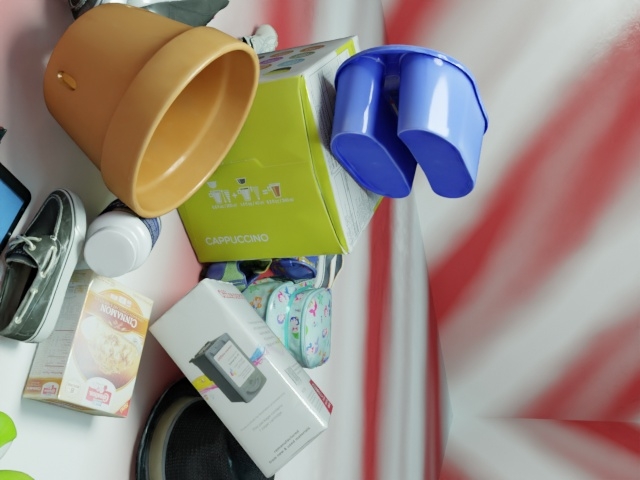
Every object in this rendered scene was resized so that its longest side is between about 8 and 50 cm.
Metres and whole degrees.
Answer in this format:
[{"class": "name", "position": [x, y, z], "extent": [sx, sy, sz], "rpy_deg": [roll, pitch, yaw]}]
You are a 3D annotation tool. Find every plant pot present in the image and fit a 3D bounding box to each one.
[{"class": "plant pot", "position": [-0.254, -0.208, 0.871], "extent": [0.291, 0.203, 0.291], "rpy_deg": [-54, 173, -10]}]

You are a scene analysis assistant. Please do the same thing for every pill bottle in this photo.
[{"class": "pill bottle", "position": [-0.296, -0.006, 0.888], "extent": [0.169, 0.094, 0.094], "rpy_deg": [-111, -173, -71]}]

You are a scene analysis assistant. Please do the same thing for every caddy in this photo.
[{"class": "caddy", "position": [0.157, -0.205, 1.032], "extent": [0.341, 0.241, 0.179], "rpy_deg": [39, 58, -59]}]

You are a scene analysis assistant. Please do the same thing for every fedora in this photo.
[{"class": "fedora", "position": [-0.180, 0.406, 1.079], "extent": [0.334, 0.152, 0.334], "rpy_deg": [-5, 90, -68]}]

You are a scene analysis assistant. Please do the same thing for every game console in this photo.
[{"class": "game console", "position": [-0.407, -0.046, 0.733], "extent": [0.085, 0.124, 0.144], "rpy_deg": [33, 50, -29]}]

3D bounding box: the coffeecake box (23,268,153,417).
[{"class": "coffeecake box", "position": [-0.335, 0.155, 0.875], "extent": [0.142, 0.068, 0.186], "rpy_deg": [48, 43, -56]}]

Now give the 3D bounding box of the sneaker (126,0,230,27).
[{"class": "sneaker", "position": [-0.259, -0.401, 1.138], "extent": [0.296, 0.104, 0.147], "rpy_deg": [-46, 129, -54]}]

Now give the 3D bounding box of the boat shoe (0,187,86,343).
[{"class": "boat shoe", "position": [-0.377, 0.024, 0.792], "extent": [0.070, 0.077, 0.220], "rpy_deg": [41, 50, -60]}]

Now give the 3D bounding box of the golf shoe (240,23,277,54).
[{"class": "golf shoe", "position": [-0.156, -0.477, 1.438], "extent": [0.086, 0.069, 0.176], "rpy_deg": [47, 42, -47]}]

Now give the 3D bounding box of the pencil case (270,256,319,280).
[{"class": "pencil case", "position": [-0.054, -0.051, 1.514], "extent": [0.133, 0.119, 0.306], "rpy_deg": [42, 48, -53]}]

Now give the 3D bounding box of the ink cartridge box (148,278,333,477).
[{"class": "ink cartridge box", "position": [-0.123, 0.225, 1.023], "extent": [0.306, 0.131, 0.226], "rpy_deg": [48, -1, 9]}]

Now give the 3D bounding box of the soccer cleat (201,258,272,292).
[{"class": "soccer cleat", "position": [-0.143, 0.043, 1.281], "extent": [0.289, 0.121, 0.094], "rpy_deg": [-47, 128, -61]}]

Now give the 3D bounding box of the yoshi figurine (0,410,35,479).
[{"class": "yoshi figurine", "position": [-0.395, 0.338, 0.567], "extent": [0.362, 0.203, 0.203], "rpy_deg": [-65, 158, -54]}]

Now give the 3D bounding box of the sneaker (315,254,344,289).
[{"class": "sneaker", "position": [0.000, 0.000, 1.631], "extent": [0.127, 0.126, 0.321], "rpy_deg": [33, 66, -57]}]

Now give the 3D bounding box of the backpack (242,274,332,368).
[{"class": "backpack", "position": [-0.085, 0.193, 1.318], "extent": [0.253, 0.191, 0.225], "rpy_deg": [1, 91, -62]}]

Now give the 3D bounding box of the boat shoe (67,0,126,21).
[{"class": "boat shoe", "position": [-0.367, -0.473, 0.903], "extent": [0.119, 0.121, 0.336], "rpy_deg": [18, 60, -54]}]

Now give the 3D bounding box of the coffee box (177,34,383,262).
[{"class": "coffee box", "position": [-0.086, -0.182, 1.186], "extent": [0.334, 0.337, 0.338], "rpy_deg": [-56, 137, -55]}]
